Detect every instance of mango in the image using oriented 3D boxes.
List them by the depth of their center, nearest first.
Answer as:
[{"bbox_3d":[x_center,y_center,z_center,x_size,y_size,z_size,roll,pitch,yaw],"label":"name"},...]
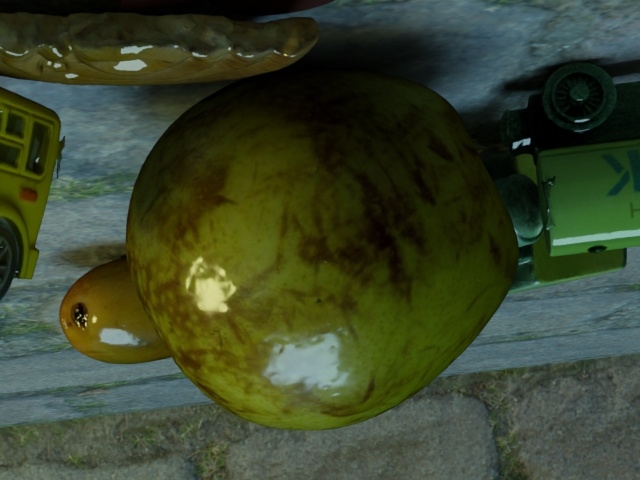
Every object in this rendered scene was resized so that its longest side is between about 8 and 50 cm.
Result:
[{"bbox_3d":[-0.164,0.069,1.551,0.253,0.113,0.138,-7,165,-34],"label":"mango"}]

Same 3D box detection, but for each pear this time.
[{"bbox_3d":[0.000,0.000,1.039,0.283,0.284,0.283,-7,167,-2],"label":"pear"}]

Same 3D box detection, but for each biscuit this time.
[{"bbox_3d":[-0.123,-0.115,0.891,0.224,0.033,0.144,0,177,-16],"label":"biscuit"}]

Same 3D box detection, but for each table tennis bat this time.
[{"bbox_3d":[-0.045,-0.153,0.865,0.154,0.019,0.098,-7,168,-13],"label":"table tennis bat"}]

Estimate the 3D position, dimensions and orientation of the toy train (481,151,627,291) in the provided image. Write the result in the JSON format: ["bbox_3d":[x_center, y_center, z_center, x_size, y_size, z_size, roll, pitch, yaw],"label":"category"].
[{"bbox_3d":[0.079,0.010,1.340,0.253,0.160,0.397,-7,173,-45],"label":"toy train"}]

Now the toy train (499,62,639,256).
[{"bbox_3d":[0.270,-0.063,1.122,0.253,0.157,0.105,-6,164,4],"label":"toy train"}]

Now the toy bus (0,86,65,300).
[{"bbox_3d":[-0.289,-0.055,0.814,0.144,0.152,0.330,16,179,24],"label":"toy bus"}]
